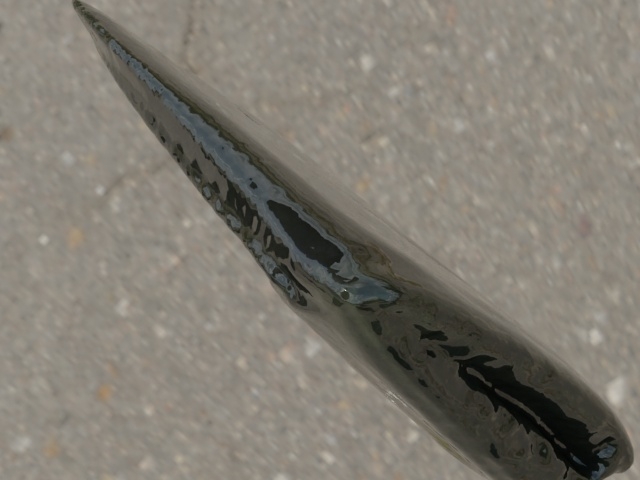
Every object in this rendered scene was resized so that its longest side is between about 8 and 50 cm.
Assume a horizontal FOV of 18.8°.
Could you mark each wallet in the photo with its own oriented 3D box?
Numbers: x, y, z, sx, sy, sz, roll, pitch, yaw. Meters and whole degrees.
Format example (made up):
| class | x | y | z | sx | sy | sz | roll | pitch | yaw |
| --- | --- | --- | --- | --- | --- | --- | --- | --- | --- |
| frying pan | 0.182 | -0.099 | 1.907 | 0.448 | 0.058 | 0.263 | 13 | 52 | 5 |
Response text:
| class | x | y | z | sx | sy | sz | roll | pitch | yaw |
| --- | --- | --- | --- | --- | --- | --- | --- | --- | --- |
| wallet | 0.000 | 0.000 | 0.715 | 0.052 | 0.168 | 0.245 | -49 | 42 | 3 |
